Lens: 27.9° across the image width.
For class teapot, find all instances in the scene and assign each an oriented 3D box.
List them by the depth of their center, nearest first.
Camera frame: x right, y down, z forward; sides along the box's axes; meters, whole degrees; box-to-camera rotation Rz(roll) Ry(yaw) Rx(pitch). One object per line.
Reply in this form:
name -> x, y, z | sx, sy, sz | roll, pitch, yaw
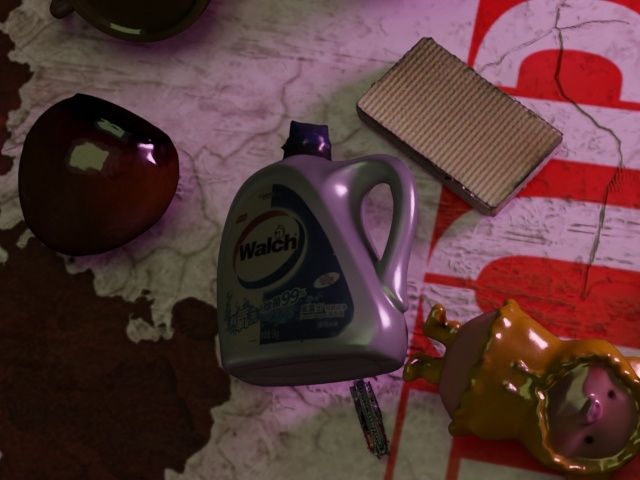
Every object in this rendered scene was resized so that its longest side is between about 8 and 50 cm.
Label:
teapot -> -0.204, -0.336, 1.469 | 0.268, 0.185, 0.175 | -26, 27, 27

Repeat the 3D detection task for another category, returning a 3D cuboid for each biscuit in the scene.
biscuit -> 0.148, -0.122, 1.387 | 0.199, 0.040, 0.121 | 41, 76, 20

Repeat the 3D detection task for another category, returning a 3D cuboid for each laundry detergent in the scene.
laundry detergent -> 0.000, 0.000, 1.306 | 0.215, 0.105, 0.280 | -10, 62, 29

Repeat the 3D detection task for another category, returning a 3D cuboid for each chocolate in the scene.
chocolate -> -0.240, -0.062, 1.369 | 0.177, 0.176, 0.176 | -3, 67, 7

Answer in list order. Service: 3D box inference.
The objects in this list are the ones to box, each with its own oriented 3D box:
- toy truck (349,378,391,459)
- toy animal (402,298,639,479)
toy truck -> 0.050, 0.178, 1.281 | 0.024, 0.032, 0.083 | -16, 67, -3
toy animal -> 0.197, 0.141, 1.224 | 0.230, 0.156, 0.156 | 26, 73, 7
